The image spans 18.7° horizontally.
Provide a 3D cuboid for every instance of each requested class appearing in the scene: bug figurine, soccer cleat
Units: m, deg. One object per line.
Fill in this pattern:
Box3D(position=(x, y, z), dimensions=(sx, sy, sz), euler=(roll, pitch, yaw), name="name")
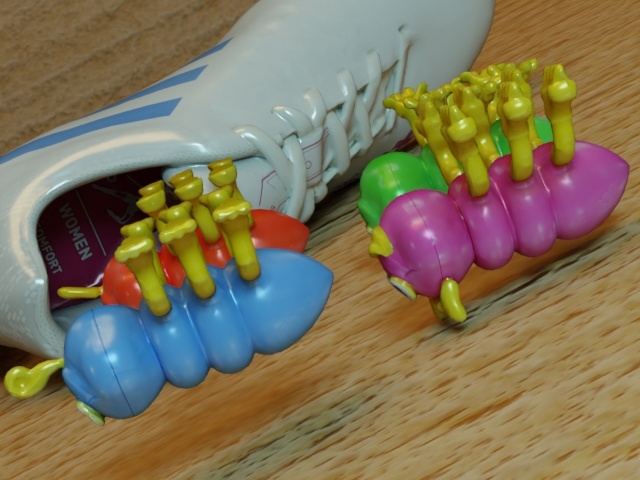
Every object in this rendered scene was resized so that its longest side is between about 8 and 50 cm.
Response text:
Box3D(position=(0.000, 0.000, 0.704), dimensions=(0.216, 0.072, 0.279), euler=(-22, 6, 0), name="bug figurine")
Box3D(position=(-0.026, -0.042, 0.931), dimensions=(0.331, 0.116, 0.143), euler=(-34, 27, -17), name="soccer cleat")
